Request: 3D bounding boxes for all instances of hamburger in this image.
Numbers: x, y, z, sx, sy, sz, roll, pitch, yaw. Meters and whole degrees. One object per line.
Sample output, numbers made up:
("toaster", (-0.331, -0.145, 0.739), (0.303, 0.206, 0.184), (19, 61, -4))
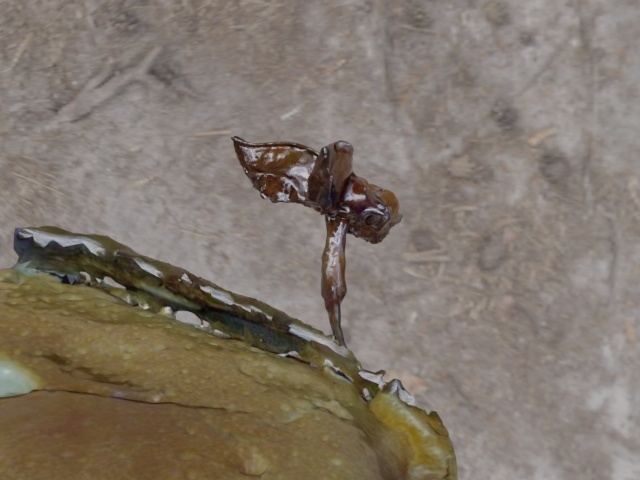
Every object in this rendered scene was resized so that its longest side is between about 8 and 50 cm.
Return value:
("hamburger", (-0.117, 0.127, 0.531), (0.277, 0.318, 0.195), (-28, 139, -57))

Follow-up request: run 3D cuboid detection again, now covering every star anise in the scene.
("star anise", (0.000, 0.000, 0.962), (0.158, 0.140, 0.144), (25, 88, -24))
